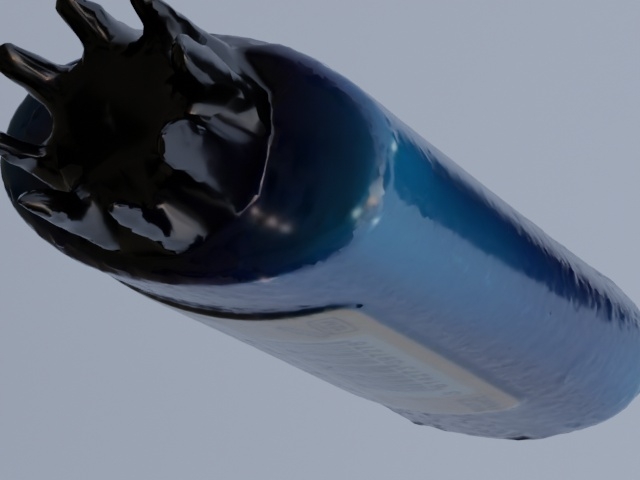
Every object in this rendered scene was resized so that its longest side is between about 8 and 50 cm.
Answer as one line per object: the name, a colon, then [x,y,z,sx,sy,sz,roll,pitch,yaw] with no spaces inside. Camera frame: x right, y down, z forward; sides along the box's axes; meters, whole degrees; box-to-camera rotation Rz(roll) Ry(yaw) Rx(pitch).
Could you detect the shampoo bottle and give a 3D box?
shampoo bottle: [0.000,0.000,0.409,0.087,0.183,0.050,9,-102,31]
